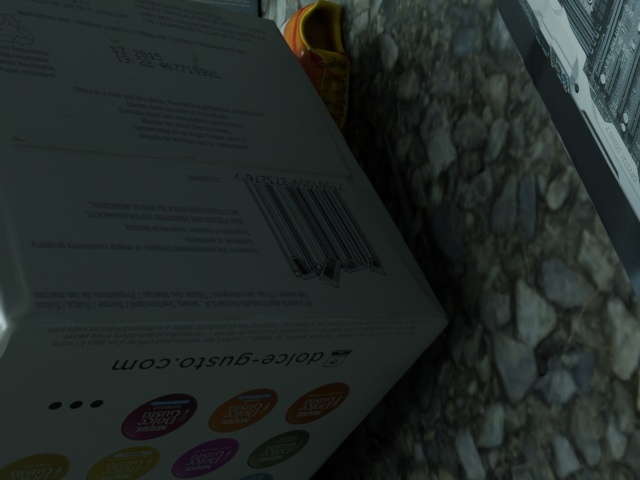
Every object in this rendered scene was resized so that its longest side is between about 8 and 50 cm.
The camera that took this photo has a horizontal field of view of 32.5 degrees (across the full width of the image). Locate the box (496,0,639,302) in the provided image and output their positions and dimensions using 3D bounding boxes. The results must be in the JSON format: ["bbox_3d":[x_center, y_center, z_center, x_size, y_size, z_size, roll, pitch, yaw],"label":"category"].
[{"bbox_3d":[0.169,-0.134,0.456,0.307,0.076,0.243,93,163,-57],"label":"box"}]

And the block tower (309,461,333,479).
[{"bbox_3d":[-0.043,0.241,1.017,0.091,0.097,0.336,120,142,-49],"label":"block tower"}]

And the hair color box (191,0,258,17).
[{"bbox_3d":[-0.151,-0.225,1.245,0.185,0.113,0.375,163,107,-65],"label":"hair color box"}]

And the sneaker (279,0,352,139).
[{"bbox_3d":[-0.002,-0.131,0.974,0.067,0.064,0.175,-26,68,53],"label":"sneaker"}]

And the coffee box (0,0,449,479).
[{"bbox_3d":[-0.178,0.035,0.842,0.334,0.337,0.338,-53,50,33],"label":"coffee box"}]
